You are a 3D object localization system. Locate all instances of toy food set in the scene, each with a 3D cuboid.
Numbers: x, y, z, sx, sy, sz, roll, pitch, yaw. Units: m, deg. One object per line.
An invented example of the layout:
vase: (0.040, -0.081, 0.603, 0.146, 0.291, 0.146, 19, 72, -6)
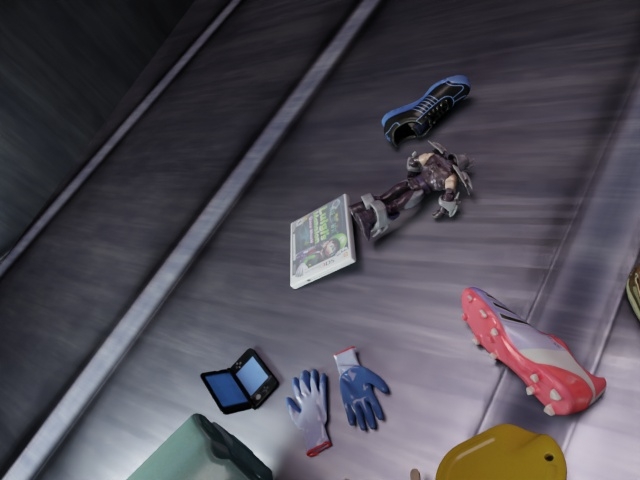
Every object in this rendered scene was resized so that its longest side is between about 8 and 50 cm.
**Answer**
toy food set: (0.237, 0.348, 0.602, 0.218, 0.071, 0.128, -29, 23, 8)

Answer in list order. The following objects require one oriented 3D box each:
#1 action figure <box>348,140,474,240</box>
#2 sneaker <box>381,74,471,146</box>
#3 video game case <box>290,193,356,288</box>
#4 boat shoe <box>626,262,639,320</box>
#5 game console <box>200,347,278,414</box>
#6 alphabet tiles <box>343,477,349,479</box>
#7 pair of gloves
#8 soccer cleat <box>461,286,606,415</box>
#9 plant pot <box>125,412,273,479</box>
action figure: (0.203, -0.110, 0.944, 0.285, 0.099, 0.185, -29, 40, 5)
sneaker: (0.265, -0.311, 1.067, 0.232, 0.081, 0.090, -27, 49, 22)
video game case: (0.000, 0.000, 1.011, 0.173, 0.022, 0.190, -27, 46, 28)
boat shoe: (0.492, 0.135, 0.573, 0.095, 0.095, 0.257, -25, 48, 14)
game console: (-0.167, 0.284, 0.890, 0.107, 0.071, 0.122, -47, 47, -6)
alphabet tiles: (0.056, 0.513, 0.624, 0.198, 0.009, 0.237, 18, 68, 39)
pair of gloves: (0.028, 0.290, 0.800, 0.198, 0.023, 0.159, -30, 48, 11)
soccer cleat: (0.321, 0.160, 0.687, 0.095, 0.082, 0.248, -14, 38, -16)
plant pot: (-0.207, 0.467, 0.623, 0.341, 0.341, 0.334, 25, 65, 42)
